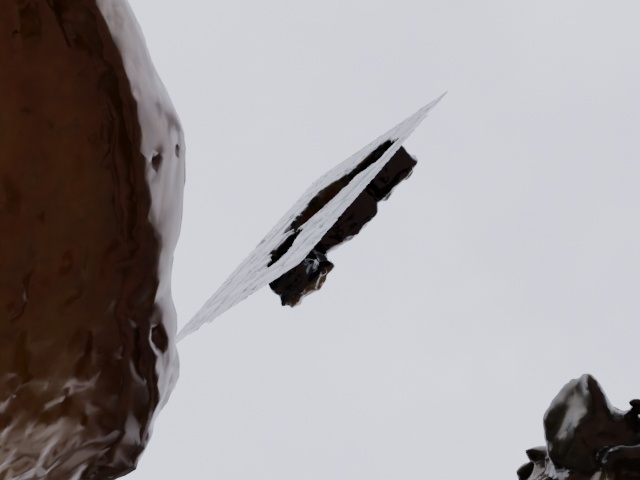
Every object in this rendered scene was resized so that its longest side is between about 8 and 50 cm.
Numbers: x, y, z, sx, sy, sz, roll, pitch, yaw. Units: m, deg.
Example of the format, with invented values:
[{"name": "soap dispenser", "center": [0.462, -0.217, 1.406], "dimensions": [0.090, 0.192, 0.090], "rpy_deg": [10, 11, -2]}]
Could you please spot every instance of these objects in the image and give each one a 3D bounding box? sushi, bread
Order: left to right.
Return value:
[{"name": "bread", "center": [-0.177, -0.020, 0.606], "dimensions": [0.172, 0.312, 0.312], "rpy_deg": [-30, -84, -42]}, {"name": "sushi", "center": [0.000, 0.000, 1.119], "dimensions": [0.031, 0.139, 0.201], "rpy_deg": [49, -135, -9]}]

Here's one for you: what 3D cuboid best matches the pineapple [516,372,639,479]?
[{"name": "pineapple", "center": [0.120, 0.140, 0.702], "dimensions": [0.166, 0.166, 0.193], "rpy_deg": [-18, -81, -7]}]
